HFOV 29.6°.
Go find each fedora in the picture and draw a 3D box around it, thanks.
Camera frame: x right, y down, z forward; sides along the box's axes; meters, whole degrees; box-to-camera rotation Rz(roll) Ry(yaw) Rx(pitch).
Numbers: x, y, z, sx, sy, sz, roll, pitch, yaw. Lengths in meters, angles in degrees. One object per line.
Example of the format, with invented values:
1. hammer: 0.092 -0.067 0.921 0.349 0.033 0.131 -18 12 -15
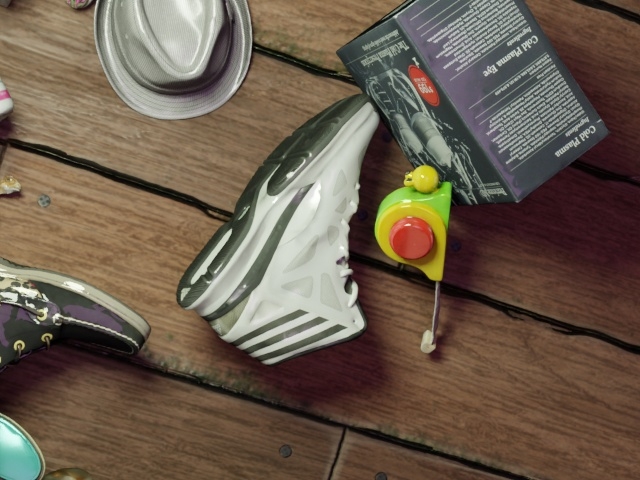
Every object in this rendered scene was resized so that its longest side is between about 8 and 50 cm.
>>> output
1. fedora: -0.218 -0.324 1.832 0.244 0.124 0.275 -3 92 -11

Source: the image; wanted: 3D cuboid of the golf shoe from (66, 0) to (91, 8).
1. golf shoe: -0.334 -0.438 1.830 0.067 0.086 0.186 28 109 22

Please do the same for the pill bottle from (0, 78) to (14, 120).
1. pill bottle: -0.576 -0.275 1.739 0.160 0.160 0.283 -29 97 -10

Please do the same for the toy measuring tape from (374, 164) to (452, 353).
1. toy measuring tape: 0.139 0.029 1.897 0.121 0.121 0.330 -5 123 -12

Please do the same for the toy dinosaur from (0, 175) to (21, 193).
1. toy dinosaur: -0.554 -0.050 1.810 0.212 0.064 0.112 -7 75 -21

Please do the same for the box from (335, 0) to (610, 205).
1. box: 0.214 -0.225 1.814 0.179 0.343 0.312 -37 98 -10

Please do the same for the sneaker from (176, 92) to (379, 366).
1. sneaker: -0.001 0.000 1.865 0.257 0.169 0.447 44 69 -19

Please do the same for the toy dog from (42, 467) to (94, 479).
1. toy dog: -0.248 0.459 1.755 0.408 0.395 0.284 6 116 11

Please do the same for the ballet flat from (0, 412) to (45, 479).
1. ballet flat: -0.515 0.281 1.805 0.248 0.086 0.086 37 84 -2

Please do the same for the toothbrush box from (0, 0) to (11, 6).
1. toothbrush box: -0.471 -0.521 1.774 0.206 0.122 0.283 33 84 -11

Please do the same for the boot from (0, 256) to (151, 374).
1. boot: -0.460 0.175 1.741 0.377 0.138 0.284 20 64 -8
